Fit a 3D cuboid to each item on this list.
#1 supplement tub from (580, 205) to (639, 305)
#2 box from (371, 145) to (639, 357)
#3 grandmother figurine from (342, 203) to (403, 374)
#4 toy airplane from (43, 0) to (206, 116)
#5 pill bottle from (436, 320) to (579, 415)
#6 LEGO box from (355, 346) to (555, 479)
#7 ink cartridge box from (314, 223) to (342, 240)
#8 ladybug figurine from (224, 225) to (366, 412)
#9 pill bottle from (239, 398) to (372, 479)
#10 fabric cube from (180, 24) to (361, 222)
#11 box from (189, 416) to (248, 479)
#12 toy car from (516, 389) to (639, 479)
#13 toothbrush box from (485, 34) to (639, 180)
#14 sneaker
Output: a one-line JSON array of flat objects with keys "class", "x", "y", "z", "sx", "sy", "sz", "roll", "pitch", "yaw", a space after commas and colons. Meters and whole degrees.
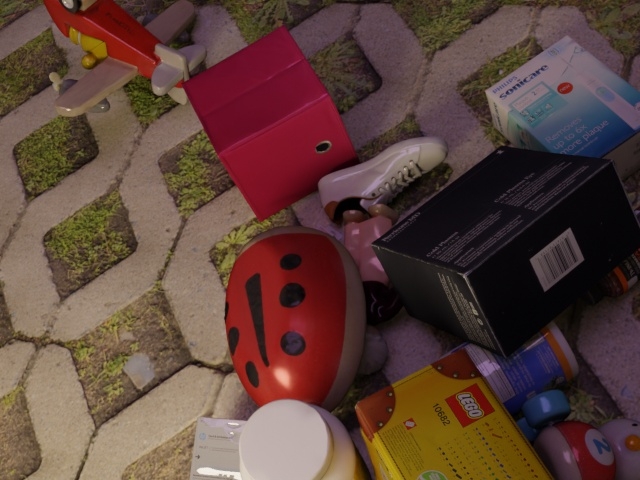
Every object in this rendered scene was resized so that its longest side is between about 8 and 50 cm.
[{"class": "supplement tub", "x": 0.546, "y": 0.032, "z": 1.848, "sx": 0.198, "sy": 0.106, "sz": 0.106, "roll": -39, "pitch": 53, "yaw": -7}, {"class": "box", "x": 0.325, "y": 0.004, "z": 1.799, "sx": 0.343, "sy": 0.179, "sz": 0.312, "roll": -36, "pitch": 23, "yaw": -16}, {"class": "grandmother figurine", "x": 0.096, "y": 0.097, "z": 1.980, "sx": 0.207, "sy": 0.104, "sz": 0.342, "roll": -18, "pitch": 53, "yaw": 36}, {"class": "toy airplane", "x": -0.472, "y": -0.450, "z": 2.484, "sx": 0.386, "sy": 0.272, "sz": 0.384, "roll": -1, "pitch": 61, "yaw": -24}, {"class": "pill bottle", "x": 0.296, "y": 0.238, "z": 1.771, "sx": 0.272, "sy": 0.152, "sz": 0.152, "roll": -31, "pitch": 52, "yaw": -1}, {"class": "LEGO box", "x": 0.263, "y": 0.469, "z": 1.479, "sx": 0.193, "sy": 0.372, "sz": 0.500, "roll": -26, "pitch": 53, "yaw": -8}, {"class": "ink cartridge box", "x": 0.000, "y": 0.000, "z": 2.117, "sx": 0.083, "sy": 0.028, "sz": 0.048, "roll": -44, "pitch": 54, "yaw": -12}, {"class": "ladybug figurine", "x": -0.064, "y": 0.142, "z": 1.910, "sx": 0.305, "sy": 0.162, "sz": 0.449, "roll": -40, "pitch": 41, "yaw": 22}, {"class": "pill bottle", "x": -0.025, "y": 0.377, "z": 1.667, "sx": 0.187, "sy": 0.334, "sz": 0.188, "roll": -5, "pitch": 62, "yaw": 9}, {"class": "fabric cube", "x": -0.103, "y": -0.247, "z": 2.181, "sx": 0.258, "sy": 0.254, "sz": 0.259, "roll": -29, "pitch": 53, "yaw": -1}, {"class": "box", "x": -0.163, "y": 0.419, "z": 1.846, "sx": 0.145, "sy": 0.038, "sz": 0.186, "roll": 2, "pitch": 78, "yaw": 14}, {"class": "toy car", "x": 0.463, "y": 0.342, "z": 1.623, "sx": 0.238, "sy": 0.210, "sz": 0.219, "roll": -17, "pitch": 63, "yaw": -7}, {"class": "toothbrush box", "x": 0.507, "y": -0.241, "z": 2.034, "sx": 0.216, "sy": 0.126, "sz": 0.295, "roll": -34, "pitch": 51, "yaw": -4}, {"class": "sneaker", "x": 0.140, "y": -0.112, "z": 2.104, "sx": 0.290, "sy": 0.106, "sz": 0.123, "roll": -24, "pitch": 56, "yaw": 17}]
